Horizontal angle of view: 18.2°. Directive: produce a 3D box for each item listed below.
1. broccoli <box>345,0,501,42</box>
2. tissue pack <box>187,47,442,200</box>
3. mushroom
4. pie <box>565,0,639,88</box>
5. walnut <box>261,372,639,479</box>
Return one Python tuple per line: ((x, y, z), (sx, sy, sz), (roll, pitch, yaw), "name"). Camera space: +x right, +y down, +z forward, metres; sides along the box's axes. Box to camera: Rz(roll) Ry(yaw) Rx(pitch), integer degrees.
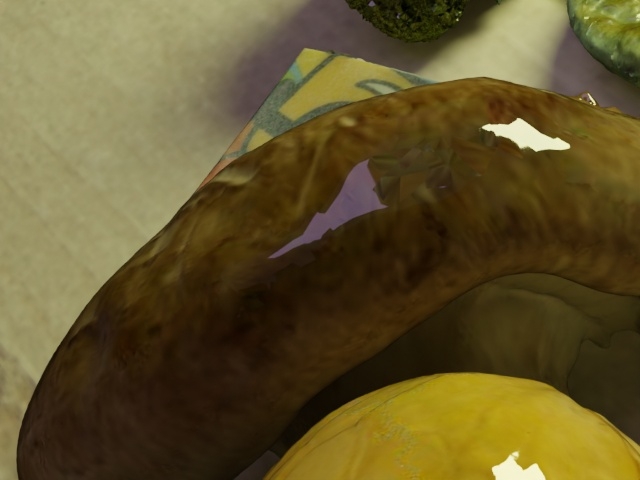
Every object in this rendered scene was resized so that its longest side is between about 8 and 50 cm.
((0.043, -0.161, 0.904), (0.130, 0.131, 0.120), (-49, 2, -12), "broccoli")
((0.000, 0.000, 0.815), (0.108, 0.060, 0.148), (19, 65, 44), "tissue pack")
((0.024, 0.018, 0.672), (0.285, 0.151, 0.156), (-18, 64, -4), "mushroom")
((0.191, -0.123, 0.819), (0.187, 0.041, 0.187), (-19, 43, 18), "pie")
((0.037, 0.140, 0.582), (0.159, 0.159, 0.207), (7, 65, 37), "walnut")
